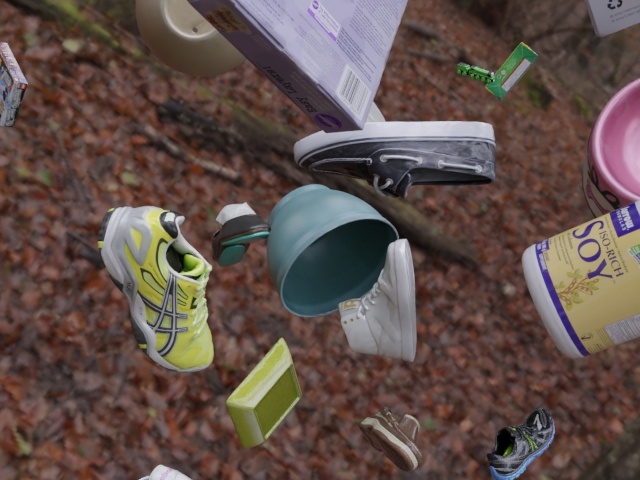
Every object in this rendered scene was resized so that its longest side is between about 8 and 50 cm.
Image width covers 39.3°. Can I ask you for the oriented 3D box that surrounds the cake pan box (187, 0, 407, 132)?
[{"bbox_3d":[-0.003,-0.288,1.017,0.070,0.245,0.267,2,-25,42],"label":"cake pan box"}]

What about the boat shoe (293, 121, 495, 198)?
[{"bbox_3d":[0.111,-0.113,1.337,0.301,0.102,0.108,-2,-14,0],"label":"boat shoe"}]

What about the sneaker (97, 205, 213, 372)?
[{"bbox_3d":[-0.265,0.103,1.628,0.145,0.147,0.384,-74,152,-45],"label":"sneaker"}]

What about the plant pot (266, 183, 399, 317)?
[{"bbox_3d":[0.000,0.000,1.988,0.293,0.293,0.196,19,28,-48],"label":"plant pot"}]

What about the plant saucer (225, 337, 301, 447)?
[{"bbox_3d":[-0.104,0.329,1.870,0.045,0.188,0.188,25,-33,29],"label":"plant saucer"}]

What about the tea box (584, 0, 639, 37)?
[{"bbox_3d":[0.455,-0.463,1.105,0.220,0.329,0.323,59,26,-32],"label":"tea box"}]

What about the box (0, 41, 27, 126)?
[{"bbox_3d":[-0.563,-0.279,1.594,0.027,0.094,0.137,2,40,-39],"label":"box"}]

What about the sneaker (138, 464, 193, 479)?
[{"bbox_3d":[-0.265,0.482,1.568,0.152,0.305,0.114,34,46,6],"label":"sneaker"}]

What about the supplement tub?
[{"bbox_3d":[0.580,0.063,1.703,0.241,0.331,0.241,50,24,-33],"label":"supplement tub"}]

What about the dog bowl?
[{"bbox_3d":[0.746,-0.180,1.863,0.408,0.408,0.150,50,0,34],"label":"dog bowl"}]

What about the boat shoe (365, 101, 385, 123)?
[{"bbox_3d":[0.038,-0.297,1.795,0.254,0.079,0.095,52,46,-21],"label":"boat shoe"}]

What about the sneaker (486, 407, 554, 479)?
[{"bbox_3d":[0.383,0.379,1.709,0.188,0.067,0.078,-37,108,-33],"label":"sneaker"}]

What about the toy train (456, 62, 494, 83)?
[{"bbox_3d":[0.299,-0.323,1.723,0.083,0.023,0.017,25,38,32],"label":"toy train"}]

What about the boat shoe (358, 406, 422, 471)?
[{"bbox_3d":[0.159,0.393,1.841,0.095,0.095,0.257,58,-12,-13],"label":"boat shoe"}]

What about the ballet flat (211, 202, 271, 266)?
[{"bbox_3d":[-0.180,-0.020,1.855,0.095,0.280,0.096,-9,79,-24],"label":"ballet flat"}]

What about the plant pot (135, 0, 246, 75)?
[{"bbox_3d":[-0.256,-0.484,1.881,0.284,0.284,0.191,35,8,-10],"label":"plant pot"}]

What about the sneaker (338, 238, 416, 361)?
[{"bbox_3d":[0.115,0.129,1.910,0.169,0.292,0.108,3,28,14],"label":"sneaker"}]

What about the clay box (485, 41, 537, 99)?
[{"bbox_3d":[0.441,-0.386,2.068,0.053,0.127,0.222,40,15,5],"label":"clay box"}]
